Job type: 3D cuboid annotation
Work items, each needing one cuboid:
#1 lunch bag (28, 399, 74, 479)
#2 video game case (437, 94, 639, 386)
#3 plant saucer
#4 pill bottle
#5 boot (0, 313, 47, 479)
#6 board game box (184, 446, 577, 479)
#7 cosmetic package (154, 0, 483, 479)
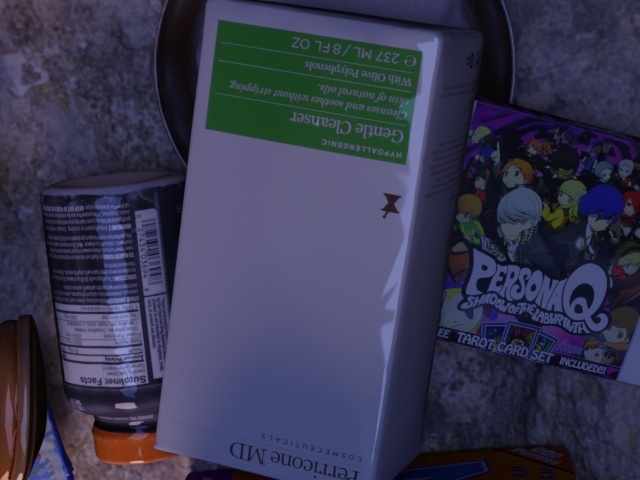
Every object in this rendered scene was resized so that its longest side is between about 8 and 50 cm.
[{"bbox_3d":[-0.305,0.183,1.320,0.151,0.096,0.128,-15,98,17],"label":"lunch bag"},{"bbox_3d":[0.205,0.003,1.249,0.232,0.042,0.210,14,104,-10],"label":"video game case"},{"bbox_3d":[0.013,-0.149,1.263,0.311,0.050,0.310,1,99,5],"label":"plant saucer"},{"bbox_3d":[-0.166,0.067,1.272,0.131,0.130,0.245,-4,99,5],"label":"pill bottle"},{"bbox_3d":[-0.350,0.184,1.230,0.220,0.109,0.283,11,108,-4],"label":"boot"},{"bbox_3d":[0.053,0.401,1.194,0.356,0.356,0.356,-5,99,6],"label":"board game box"},{"bbox_3d":[0.000,0.000,1.173,0.197,0.155,0.365,10,100,17],"label":"cosmetic package"}]
